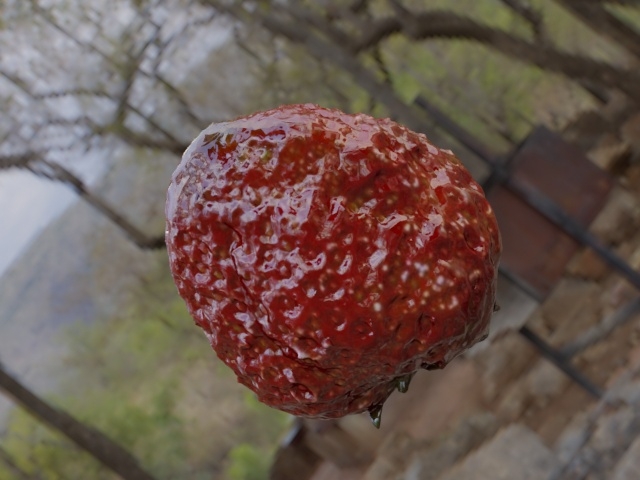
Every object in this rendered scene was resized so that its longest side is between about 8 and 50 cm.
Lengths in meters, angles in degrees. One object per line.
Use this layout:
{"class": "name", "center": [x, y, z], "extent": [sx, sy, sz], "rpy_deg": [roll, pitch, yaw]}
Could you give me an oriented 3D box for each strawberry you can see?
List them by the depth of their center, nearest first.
{"class": "strawberry", "center": [0.000, 0.000, 1.301], "extent": [0.257, 0.277, 0.257], "rpy_deg": [-24, 44, 25]}
